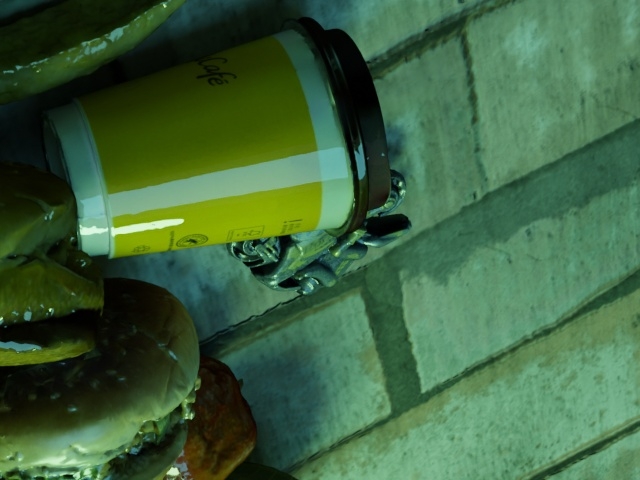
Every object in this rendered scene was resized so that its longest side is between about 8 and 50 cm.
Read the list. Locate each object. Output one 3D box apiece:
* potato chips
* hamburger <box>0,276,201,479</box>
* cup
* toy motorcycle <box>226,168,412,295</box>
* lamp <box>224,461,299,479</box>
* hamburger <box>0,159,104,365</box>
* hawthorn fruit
[{"bbox_3d":[-0.268,-0.146,1.443,0.407,0.057,0.080,-19,139,-21],"label":"potato chips"},{"bbox_3d":[-0.239,0.133,1.578,0.286,0.243,0.146,-31,133,-29],"label":"hamburger"},{"bbox_3d":[-0.089,-0.078,1.549,0.279,0.196,0.196,-13,134,-14],"label":"cup"},{"bbox_3d":[0.000,0.000,1.764,0.193,0.061,0.124,-19,135,-17],"label":"toy motorcycle"},{"bbox_3d":[-0.096,0.323,1.876,0.250,0.250,0.284,-17,94,-23],"label":"lamp"},{"bbox_3d":[-0.323,0.026,1.396,0.304,0.284,0.174,-9,96,-32],"label":"hamburger"},{"bbox_3d":[-0.148,0.181,1.739,0.179,0.173,0.173,13,119,-27],"label":"hawthorn fruit"}]
